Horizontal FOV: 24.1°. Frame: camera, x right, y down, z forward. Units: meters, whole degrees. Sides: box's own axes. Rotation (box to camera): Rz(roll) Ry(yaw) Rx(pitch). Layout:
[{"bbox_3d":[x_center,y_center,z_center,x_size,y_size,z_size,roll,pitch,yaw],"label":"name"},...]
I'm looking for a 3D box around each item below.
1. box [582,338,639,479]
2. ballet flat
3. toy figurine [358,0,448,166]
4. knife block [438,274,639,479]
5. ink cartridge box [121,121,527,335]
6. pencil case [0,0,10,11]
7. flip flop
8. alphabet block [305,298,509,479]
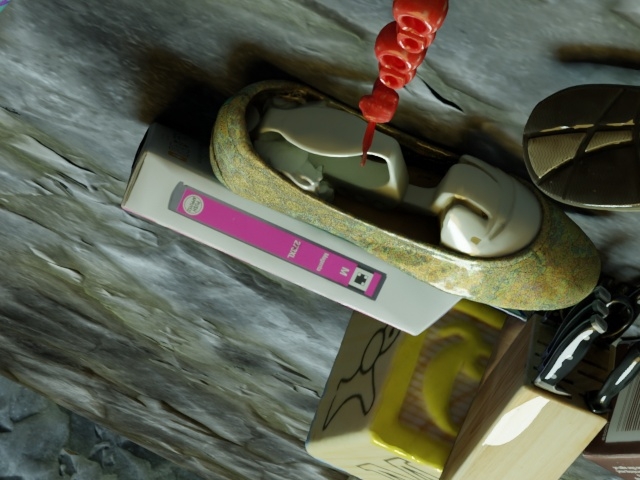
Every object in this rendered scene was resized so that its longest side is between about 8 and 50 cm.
[{"bbox_3d":[0.475,0.229,1.497,0.381,0.143,0.191,31,158,-22],"label":"box"},{"bbox_3d":[0.074,-0.040,1.234,0.348,0.123,0.123,21,161,3],"label":"ballet flat"},{"bbox_3d":[-0.006,-0.216,0.746,0.217,0.191,0.362,26,159,0],"label":"toy figurine"},{"bbox_3d":[0.212,0.153,1.396,0.088,0.275,0.242,23,180,-5],"label":"knife block"},{"bbox_3d":[0.000,0.000,1.381,0.371,0.069,0.176,22,-170,-8],"label":"ink cartridge box"},{"bbox_3d":[-0.296,-0.204,1.237,0.070,0.064,0.152,11,165,-23],"label":"pencil case"},{"bbox_3d":[0.276,-0.051,1.026,0.277,0.112,0.080,8,-177,26],"label":"flip flop"},{"bbox_3d":[0.124,0.174,1.630,0.193,0.192,0.197,24,162,-14],"label":"alphabet block"}]
